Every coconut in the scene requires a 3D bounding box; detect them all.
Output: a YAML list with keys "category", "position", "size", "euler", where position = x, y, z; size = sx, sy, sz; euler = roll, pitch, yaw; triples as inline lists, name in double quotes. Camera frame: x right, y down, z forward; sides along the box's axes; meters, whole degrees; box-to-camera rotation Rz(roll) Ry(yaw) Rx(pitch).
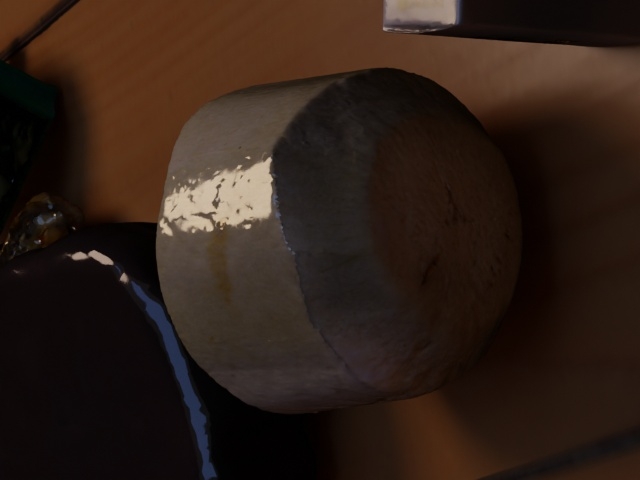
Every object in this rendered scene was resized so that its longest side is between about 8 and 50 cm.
- category: "coconut"
  position: [0.000, 0.000, 1.077]
  size: [0.222, 0.202, 0.202]
  euler: [-10, 83, 49]

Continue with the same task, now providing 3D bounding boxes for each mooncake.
- category: "mooncake"
  position: [-0.121, 0.126, 1.273]
  size: [0.283, 0.141, 0.283]
  euler: [9, 103, 42]

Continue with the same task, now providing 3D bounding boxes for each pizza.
- category: "pizza"
  position: [-0.259, 0.082, 1.416]
  size: [0.251, 0.074, 0.287]
  euler: [-58, 12, 22]

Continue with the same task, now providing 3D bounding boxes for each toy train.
- category: "toy train"
  position: [-0.303, -0.076, 1.493]
  size: [0.154, 0.107, 0.198]
  euler: [15, 80, 53]

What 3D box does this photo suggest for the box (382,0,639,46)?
- category: "box"
  position: [0.109, -0.227, 0.970]
  size: [0.067, 0.155, 0.242]
  euler: [2, 94, 52]
